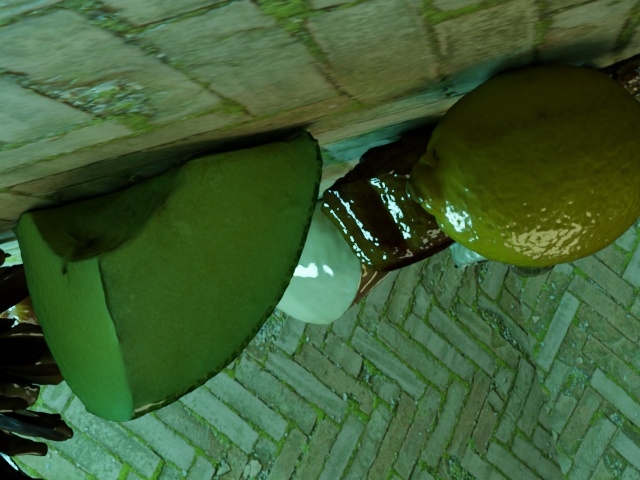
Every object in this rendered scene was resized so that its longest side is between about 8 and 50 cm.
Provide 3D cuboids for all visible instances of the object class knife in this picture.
[{"bbox_3d":[0.074,-0.093,1.543,0.045,0.021,0.222,-11,177,5],"label":"knife"}]

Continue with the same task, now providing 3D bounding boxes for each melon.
[{"bbox_3d":[-0.185,0.016,1.254,0.226,0.331,0.343,29,167,-20],"label":"melon"}]

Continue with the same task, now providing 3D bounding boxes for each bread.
[{"bbox_3d":[0.126,-0.058,1.402,0.232,0.135,0.247,-25,175,-15],"label":"bread"}]

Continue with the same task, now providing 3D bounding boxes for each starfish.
[{"bbox_3d":[0.294,-0.155,1.279,0.240,0.043,0.227,-15,177,-7],"label":"starfish"}]

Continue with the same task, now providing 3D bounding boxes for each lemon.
[{"bbox_3d":[0.203,-0.071,1.143,0.256,0.188,0.188,-15,176,-5],"label":"lemon"}]

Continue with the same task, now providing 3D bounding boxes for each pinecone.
[{"bbox_3d":[-0.442,0.210,1.406,0.384,0.384,0.384,-13,176,-1],"label":"pinecone"}]

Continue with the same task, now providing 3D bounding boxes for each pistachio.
[{"bbox_3d":[0.015,0.031,1.886,0.187,0.187,0.299,-11,171,-32],"label":"pistachio"}]

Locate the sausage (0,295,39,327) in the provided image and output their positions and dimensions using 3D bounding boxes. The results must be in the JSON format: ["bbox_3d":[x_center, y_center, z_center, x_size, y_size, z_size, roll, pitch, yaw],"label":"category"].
[{"bbox_3d":[-0.427,0.104,2.107,0.097,0.094,0.348,-10,178,31],"label":"sausage"}]

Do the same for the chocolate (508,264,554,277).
[{"bbox_3d":[0.273,-0.058,1.789,0.221,0.221,0.147,-10,-161,-41],"label":"chocolate"}]

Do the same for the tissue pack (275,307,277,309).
[{"bbox_3d":[-0.176,0.096,2.488,0.159,0.136,0.246,-11,175,-28],"label":"tissue pack"}]

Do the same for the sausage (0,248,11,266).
[{"bbox_3d":[-0.490,0.040,1.490,0.223,0.029,0.029,-12,176,-15],"label":"sausage"}]

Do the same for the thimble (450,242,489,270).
[{"bbox_3d":[0.340,-0.032,2.329,0.196,0.148,0.229,-12,178,-17],"label":"thimble"}]
